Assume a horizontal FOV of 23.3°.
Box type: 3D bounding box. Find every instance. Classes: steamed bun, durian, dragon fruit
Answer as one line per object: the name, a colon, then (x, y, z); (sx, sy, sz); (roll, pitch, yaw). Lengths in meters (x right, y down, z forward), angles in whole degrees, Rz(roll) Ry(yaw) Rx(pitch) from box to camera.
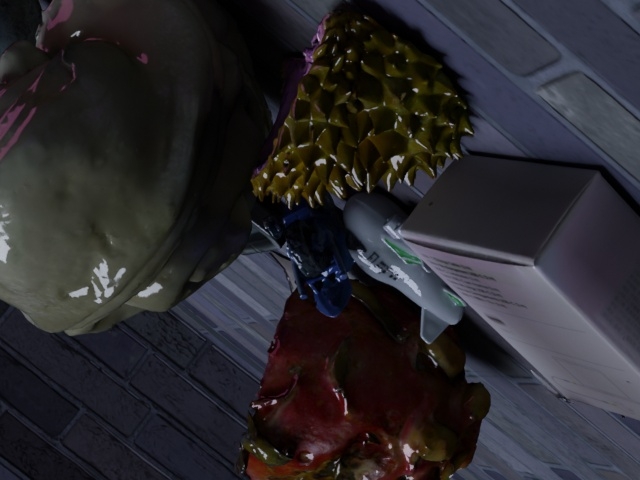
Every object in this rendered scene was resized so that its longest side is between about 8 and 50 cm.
steamed bun: (-0.166, -0.069, 1.427); (0.247, 0.339, 0.352); (23, 166, 20)
durian: (0.034, -0.096, 1.291); (0.186, 0.154, 0.260); (11, 173, 4)
dragon fruit: (0.076, 0.185, 1.881); (0.262, 0.314, 0.296); (15, 163, 13)

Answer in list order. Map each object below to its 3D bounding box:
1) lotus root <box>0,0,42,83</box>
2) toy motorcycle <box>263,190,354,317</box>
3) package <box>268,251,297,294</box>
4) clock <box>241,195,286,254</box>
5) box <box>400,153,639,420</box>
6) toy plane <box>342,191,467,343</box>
lotus root: (-0.426, -0.281, 1.761); (0.349, 0.175, 0.175); (41, 168, -29)
toy motorcycle: (0.000, 0.000, 1.667); (0.114, 0.076, 0.205); (58, -165, -19)
package: (0.036, 0.125, 2.243); (0.204, 0.062, 0.251); (23, 148, 51)
clock: (-0.170, -0.083, 2.050); (0.273, 0.049, 0.279); (39, 168, -10)
box: (0.217, 0.048, 1.291); (0.251, 0.106, 0.203); (42, 168, -24)
toy plane: (0.087, 0.022, 1.623); (0.174, 0.080, 0.174); (44, 167, 13)
